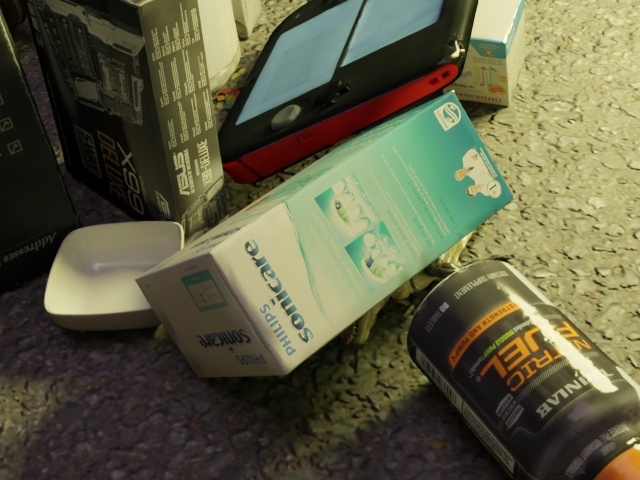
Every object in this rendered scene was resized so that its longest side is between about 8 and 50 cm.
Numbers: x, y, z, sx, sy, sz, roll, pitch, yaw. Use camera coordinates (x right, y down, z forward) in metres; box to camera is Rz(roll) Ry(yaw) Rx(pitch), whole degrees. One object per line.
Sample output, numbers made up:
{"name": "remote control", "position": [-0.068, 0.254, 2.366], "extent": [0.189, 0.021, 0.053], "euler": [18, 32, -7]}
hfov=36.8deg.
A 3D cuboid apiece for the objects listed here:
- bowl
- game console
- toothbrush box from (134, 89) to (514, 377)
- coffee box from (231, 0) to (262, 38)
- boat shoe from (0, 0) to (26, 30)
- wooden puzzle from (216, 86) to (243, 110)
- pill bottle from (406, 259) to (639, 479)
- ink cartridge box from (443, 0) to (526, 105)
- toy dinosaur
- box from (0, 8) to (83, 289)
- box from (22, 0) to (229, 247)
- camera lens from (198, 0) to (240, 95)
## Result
{"name": "bowl", "position": [-0.215, 0.044, 1.033], "extent": [0.142, 0.053, 0.142], "euler": [-3, 43, 5]}
{"name": "game console", "position": [0.042, -0.241, 1.175], "extent": [0.342, 0.060, 0.386], "euler": [-25, 30, 33]}
{"name": "toothbrush box", "position": [0.000, 0.000, 0.919], "extent": [0.296, 0.126, 0.216], "euler": [-36, 9, -26]}
{"name": "coffee box", "position": [-0.225, -0.383, 1.436], "extent": [0.247, 0.141, 0.098], "euler": [3, 43, 11]}
{"name": "boat shoe", "position": [-0.551, -0.403, 1.544], "extent": [0.258, 0.095, 0.095], "euler": [20, 43, 28]}
{"name": "wooden puzzle", "position": [-0.103, -0.193, 1.308], "extent": [0.083, 0.006, 0.049], "euler": [1, 43, 10]}
{"name": "pill bottle", "position": [0.190, 0.135, 0.814], "extent": [0.131, 0.130, 0.245], "euler": [-25, 45, -18]}
{"name": "ink cartridge box", "position": [0.207, -0.242, 1.227], "extent": [0.092, 0.143, 0.089], "euler": [12, 63, 20]}
{"name": "toy dinosaur", "position": [0.136, 0.027, 0.996], "extent": [0.268, 0.064, 0.118], "euler": [-35, 42, -31]}
{"name": "box", "position": [-0.556, -0.129, 0.961], "extent": [0.480, 0.471, 0.297], "euler": [-27, 45, -20]}
{"name": "box", "position": [-0.221, -0.170, 1.079], "extent": [0.077, 0.307, 0.242], "euler": [-33, 49, -31]}
{"name": "camera lens", "position": [-0.230, -0.323, 1.270], "extent": [0.220, 0.274, 0.219], "euler": [-4, 42, 4]}
